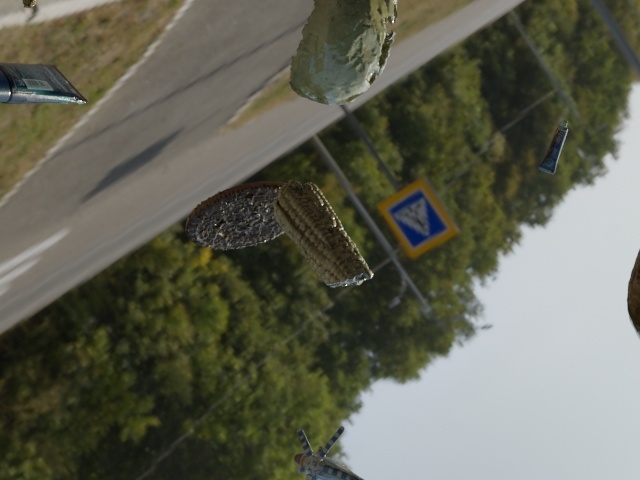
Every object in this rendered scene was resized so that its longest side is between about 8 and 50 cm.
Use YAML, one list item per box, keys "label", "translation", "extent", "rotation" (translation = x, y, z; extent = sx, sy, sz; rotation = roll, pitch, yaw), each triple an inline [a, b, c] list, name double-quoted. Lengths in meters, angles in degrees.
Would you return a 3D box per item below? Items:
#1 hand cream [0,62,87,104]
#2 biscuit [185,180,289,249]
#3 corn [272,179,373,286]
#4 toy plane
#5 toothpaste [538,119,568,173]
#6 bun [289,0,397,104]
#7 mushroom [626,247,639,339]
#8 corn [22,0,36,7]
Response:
- label: "hand cream"
  translation: [-0.582, -0.315, 1.941]
  extent: [0.061, 0.120, 0.270]
  rotation: [-51, 166, 24]
- label: "biscuit"
  translation: [-0.177, -0.051, 2.343]
  extent: [0.305, 0.038, 0.305]
  rotation: [-14, 156, -6]
- label: "corn"
  translation: [0.000, 0.000, 1.489]
  extent: [0.087, 0.211, 0.087]
  rotation: [-25, 153, -14]
- label: "toy plane"
  translation: [0.063, 0.485, 2.028]
  extent: [0.273, 0.182, 0.107]
  rotation: [-4, 156, 23]
- label: "toothpaste"
  translation: [0.508, -0.202, 2.106]
  extent: [0.021, 0.037, 0.140]
  rotation: [-52, 160, -45]
- label: "bun"
  translation: [0.050, -0.349, 1.653]
  extent: [0.259, 0.152, 0.259]
  rotation: [23, 90, -89]
- label: "mushroom"
  translation: [0.540, 0.022, 1.333]
  extent: [0.195, 0.263, 0.283]
  rotation: [0, -135, 34]
- label: "corn"
  translation: [-0.589, -0.510, 2.006]
  extent: [0.028, 0.027, 0.083]
  rotation: [96, 14, -67]
